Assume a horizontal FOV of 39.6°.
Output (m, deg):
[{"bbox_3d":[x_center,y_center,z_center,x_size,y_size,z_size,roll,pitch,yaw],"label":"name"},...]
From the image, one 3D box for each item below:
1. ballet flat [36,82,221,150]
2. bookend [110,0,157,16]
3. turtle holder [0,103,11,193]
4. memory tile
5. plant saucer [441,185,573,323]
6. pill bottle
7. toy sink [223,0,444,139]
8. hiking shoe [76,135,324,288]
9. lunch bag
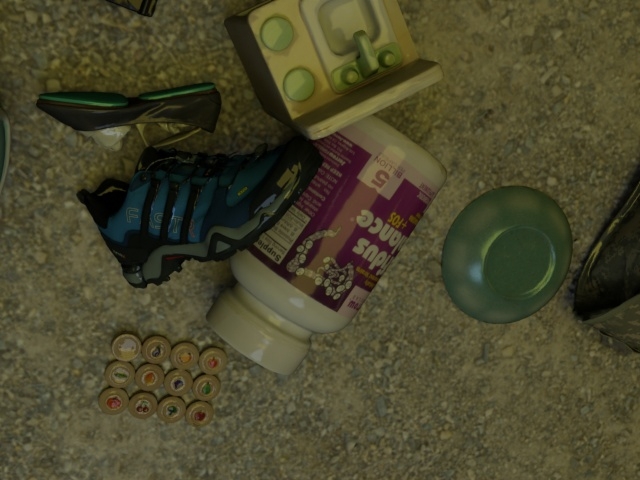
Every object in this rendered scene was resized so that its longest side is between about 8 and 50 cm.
[{"bbox_3d":[-0.209,-0.135,0.993,0.203,0.074,0.074,-7,106,-16],"label":"ballet flat"},{"bbox_3d":[-0.238,-0.288,0.896,0.157,0.156,0.072,18,100,-18],"label":"bookend"},{"bbox_3d":[-0.399,-0.111,0.852,0.320,0.227,0.243,-46,105,-14],"label":"turtle holder"},{"bbox_3d":[-0.196,0.175,1.111,0.148,0.012,0.113,13,101,-18],"label":"memory tile"},{"bbox_3d":[0.257,0.026,1.184,0.195,0.037,0.195,-4,106,-14],"label":"plant saucer"},{"bbox_3d":[0.000,0.000,1.034,0.169,0.169,0.301,32,95,-21],"label":"pill bottle"},{"bbox_3d":[0.004,-0.211,0.943,0.152,0.234,0.131,-27,111,-6],"label":"toy sink"},{"bbox_3d":[-0.137,-0.047,0.946,0.304,0.113,0.132,-25,112,32],"label":"hiking shoe"},{"bbox_3d":[0.505,0.041,1.191,0.235,0.169,0.287,23,105,-23],"label":"lunch bag"}]
